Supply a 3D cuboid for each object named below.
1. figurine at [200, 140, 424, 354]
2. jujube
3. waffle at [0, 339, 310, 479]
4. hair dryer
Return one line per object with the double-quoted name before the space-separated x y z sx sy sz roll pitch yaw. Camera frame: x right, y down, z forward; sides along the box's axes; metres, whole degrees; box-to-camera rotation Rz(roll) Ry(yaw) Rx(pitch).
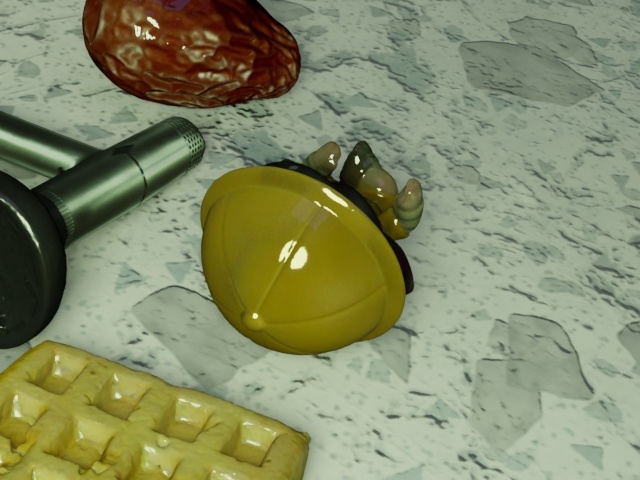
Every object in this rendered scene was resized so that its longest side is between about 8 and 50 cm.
"figurine" -0.001 0.005 1.002 0.192 0.167 0.257 11 16 19
"jujube" -0.136 -0.219 1.235 0.236 0.168 0.168 12 37 -27
"waffle" -0.147 0.167 0.813 0.247 0.055 0.221 19 25 7
"hair dryer" -0.294 -0.041 1.061 0.284 0.156 0.320 1 24 19
